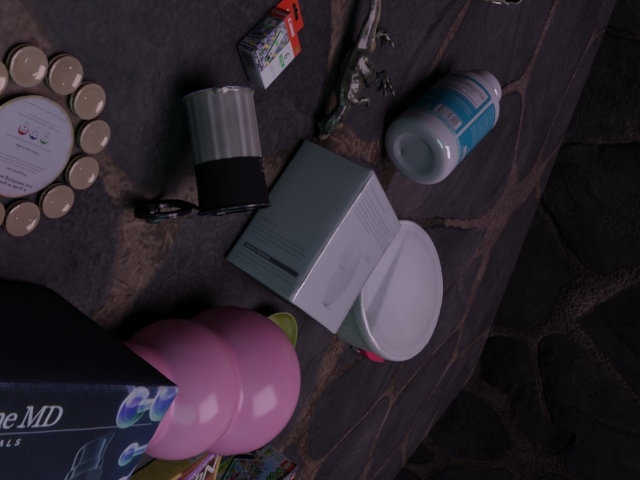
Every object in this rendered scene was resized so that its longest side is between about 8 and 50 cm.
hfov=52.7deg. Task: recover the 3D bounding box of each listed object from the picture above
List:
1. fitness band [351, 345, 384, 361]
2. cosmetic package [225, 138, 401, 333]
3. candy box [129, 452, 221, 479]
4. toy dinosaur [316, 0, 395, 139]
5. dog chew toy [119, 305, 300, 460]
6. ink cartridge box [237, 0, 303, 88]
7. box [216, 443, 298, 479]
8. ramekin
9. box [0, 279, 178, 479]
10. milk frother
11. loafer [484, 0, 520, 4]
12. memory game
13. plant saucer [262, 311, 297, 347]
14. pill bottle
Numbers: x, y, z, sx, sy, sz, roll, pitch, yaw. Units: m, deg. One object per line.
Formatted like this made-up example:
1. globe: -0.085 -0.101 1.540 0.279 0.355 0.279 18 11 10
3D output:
1. fitness band: 0.168 0.209 1.679 0.209 0.054 0.291 -62 156 -4
2. cosmetic package: 0.000 0.000 1.035 0.225 0.138 0.224 -56 154 -8
3. candy box: -0.248 0.407 1.091 0.186 0.053 0.109 -21 134 -53
4. toy dinosaur: 0.069 -0.274 0.980 0.118 0.064 0.268 -12 123 -50
5. dog chew toy: -0.176 0.192 0.846 0.331 0.206 0.207 5 112 -55
6. ink cartridge box: -0.051 -0.252 0.806 0.115 0.029 0.063 -51 153 -20
7. box: -0.149 0.476 1.276 0.207 0.114 0.036 -22 135 -54
8. ramekin: 0.115 0.093 1.265 0.272 0.127 0.273 -2 92 -48
9. box: -0.356 0.232 0.520 0.396 0.212 0.293 -62 154 0
10. milk frother: -0.141 -0.093 0.735 0.143 0.129 0.135 -8 89 -27
11. loafer: 0.366 -0.505 1.256 0.268 0.092 0.102 -35 145 -43
12. memory game: -0.269 -0.086 0.587 0.186 0.012 0.186 -44 150 -33
13. plant saucer: -0.130 0.225 1.143 0.241 0.037 0.241 -42 149 -33
14. pill bottle: 0.251 -0.234 1.257 0.264 0.146 0.146 -43 150 -33
